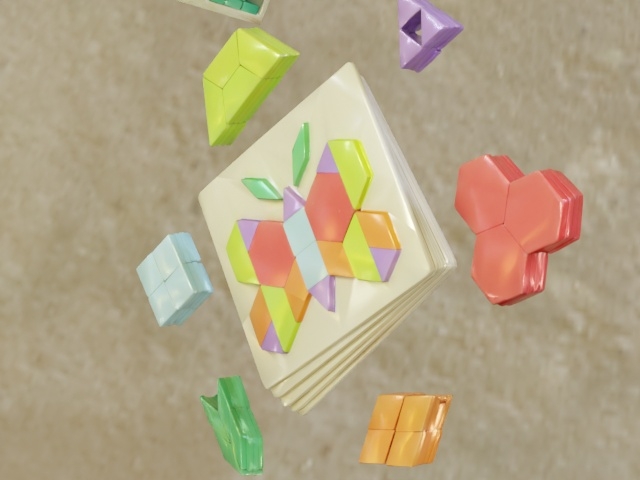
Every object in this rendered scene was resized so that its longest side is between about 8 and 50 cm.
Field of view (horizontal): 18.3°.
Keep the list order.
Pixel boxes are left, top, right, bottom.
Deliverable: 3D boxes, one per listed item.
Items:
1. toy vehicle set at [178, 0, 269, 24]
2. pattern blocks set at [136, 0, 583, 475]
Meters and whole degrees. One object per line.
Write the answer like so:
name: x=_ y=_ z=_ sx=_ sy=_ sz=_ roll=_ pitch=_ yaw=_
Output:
toy vehicle set: x=-0.107 y=-0.290 z=1.721 sx=0.035 sy=0.267 sz=0.166 roll=27 pitch=100 yaw=31
pattern blocks set: x=0.000 y=0.000 z=1.154 sx=0.026 sy=0.285 sz=0.325 roll=-5 pitch=141 yaw=-40
